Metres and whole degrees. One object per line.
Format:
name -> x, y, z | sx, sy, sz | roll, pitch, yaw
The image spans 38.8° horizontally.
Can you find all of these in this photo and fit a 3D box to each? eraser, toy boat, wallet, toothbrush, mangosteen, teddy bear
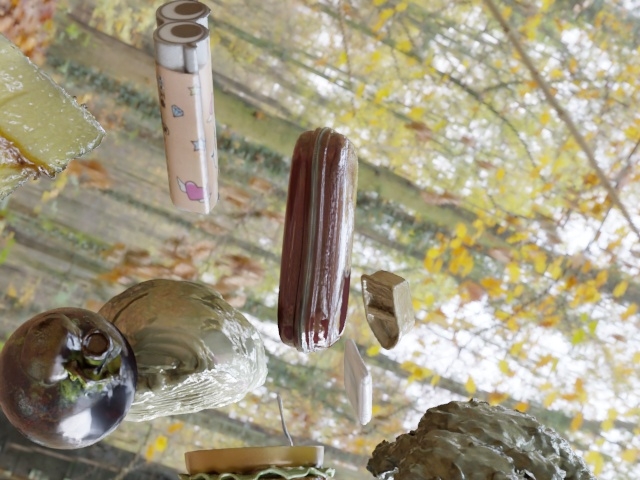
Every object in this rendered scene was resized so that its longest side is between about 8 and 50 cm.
eraser -> -0.200, -0.201, 1.389 | 0.171, 0.087, 0.290 | -100, -172, -50
toy boat -> 0.158, 0.162, 2.090 | 0.116, 0.061, 0.188 | 20, -52, 46
wallet -> 0.082, 0.309, 1.980 | 0.183, 0.032, 0.124 | 87, -19, -44
toothbrush -> -0.080, 0.429, 2.092 | 0.014, 0.017, 0.162 | 122, -36, -45
mangosteen -> -0.391, 0.215, 1.456 | 0.289, 0.231, 0.231 | -21, -132, 54
teddy bear -> 0.225, 0.378, 1.425 | 0.357, 0.367, 0.224 | -1, -85, 31

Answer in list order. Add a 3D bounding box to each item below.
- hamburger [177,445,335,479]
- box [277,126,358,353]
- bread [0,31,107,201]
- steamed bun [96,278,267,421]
hamburger -> -0.104, 0.450, 1.497 | 0.274, 0.274, 0.212 | 149, -59, -60
box -> 0.000, 0.000, 1.628 | 0.263, 0.108, 0.404 | -5, 100, -82
bread -> -0.620, -0.228, 1.504 | 0.345, 0.405, 0.242 | -55, 176, -26
steamed bun -> -0.291, 0.199, 1.751 | 0.339, 0.352, 0.247 | -18, -110, 17
